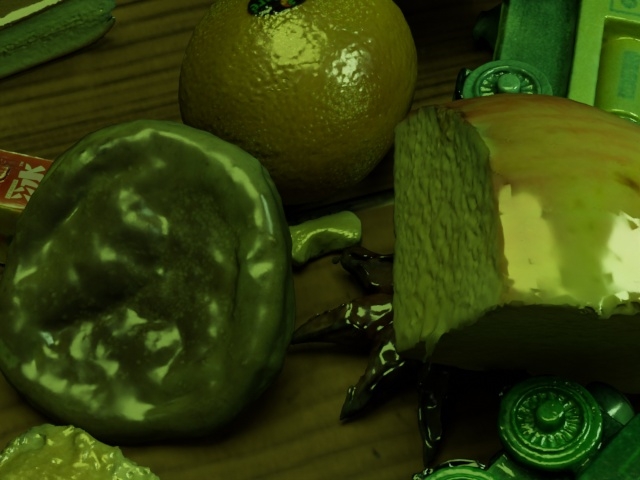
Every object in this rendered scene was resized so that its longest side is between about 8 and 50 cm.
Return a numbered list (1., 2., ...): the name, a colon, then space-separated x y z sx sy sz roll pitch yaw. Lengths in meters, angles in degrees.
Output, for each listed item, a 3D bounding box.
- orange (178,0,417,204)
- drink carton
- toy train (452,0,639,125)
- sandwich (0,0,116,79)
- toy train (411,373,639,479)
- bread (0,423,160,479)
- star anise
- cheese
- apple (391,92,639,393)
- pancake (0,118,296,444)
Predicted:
1. orange: -0.021 -0.149 1.693 0.236 0.236 0.236 -2 49 2
2. drink carton: -0.213 -0.012 1.665 0.222 0.096 0.071 12 52 14
3. toy train: 0.254 -0.161 1.736 0.237 0.150 0.369 10 52 5
4. sandwich: -0.339 -0.221 1.854 0.258 0.094 0.096 -22 53 -12
5. toy train: 0.184 0.230 1.400 0.202 0.145 0.266 33 60 24
6. bread: -0.225 0.257 1.420 0.174 0.121 0.245 31 53 17
7. star anise: 0.106 0.063 1.575 0.272 0.102 0.272 -4 51 5
8. cheese: 0.000 0.000 1.682 0.083 0.030 0.044 -17 44 -18
9. apple: 0.221 0.019 1.474 0.309 0.252 0.314 6 28 -23
10. pancake: -0.150 0.036 1.561 0.294 0.049 0.294 -2 81 11
